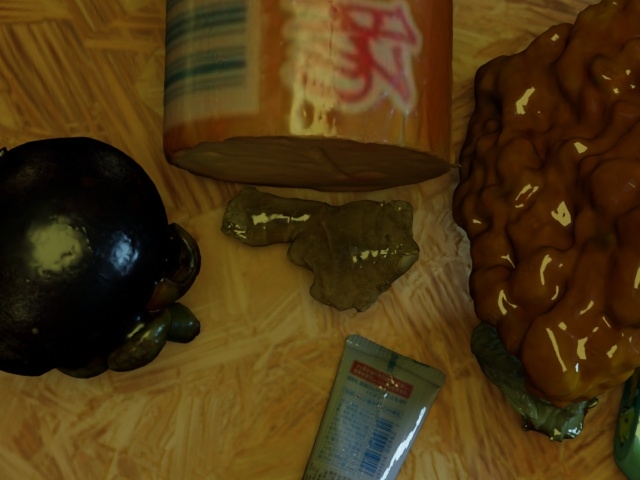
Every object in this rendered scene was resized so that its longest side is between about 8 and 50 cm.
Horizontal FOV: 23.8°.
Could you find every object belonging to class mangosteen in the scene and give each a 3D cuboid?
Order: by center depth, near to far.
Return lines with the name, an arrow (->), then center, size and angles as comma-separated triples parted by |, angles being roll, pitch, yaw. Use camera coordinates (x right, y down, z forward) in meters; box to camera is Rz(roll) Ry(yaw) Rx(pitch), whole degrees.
mangosteen -> -0.188, 0.028, 1.180 | 0.230, 0.194, 0.194 | 43, 81, -24

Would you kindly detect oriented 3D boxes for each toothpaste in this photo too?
toothpaste -> 0.021, 0.196, 1.229 | 0.089, 0.057, 0.234 | 24, 75, -2

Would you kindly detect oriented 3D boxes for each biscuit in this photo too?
biscuit -> 0.240, -0.052, 1.135 | 0.110, 0.312, 0.318 | 32, 41, -36

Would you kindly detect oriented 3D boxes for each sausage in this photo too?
sausage -> -0.009, -0.196, 1.186 | 0.233, 0.233, 0.287 | 1, 81, -4

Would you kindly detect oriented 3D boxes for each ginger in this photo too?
ginger -> 0.000, 0.009, 1.245 | 0.165, 0.067, 0.096 | 6, 82, 10

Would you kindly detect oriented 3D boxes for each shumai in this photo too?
shumai -> 0.183, 0.113, 1.240 | 0.099, 0.124, 0.087 | -23, 125, -25

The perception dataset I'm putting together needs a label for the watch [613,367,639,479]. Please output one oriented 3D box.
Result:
watch -> 0.346, 0.135, 1.248 | 0.195, 0.068, 0.237 | 13, 83, -3
